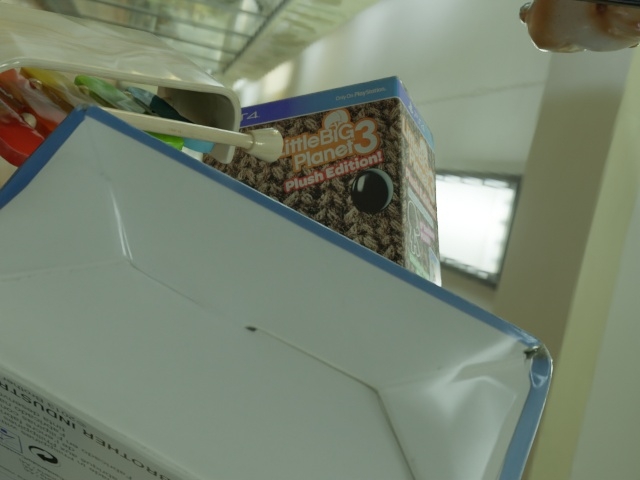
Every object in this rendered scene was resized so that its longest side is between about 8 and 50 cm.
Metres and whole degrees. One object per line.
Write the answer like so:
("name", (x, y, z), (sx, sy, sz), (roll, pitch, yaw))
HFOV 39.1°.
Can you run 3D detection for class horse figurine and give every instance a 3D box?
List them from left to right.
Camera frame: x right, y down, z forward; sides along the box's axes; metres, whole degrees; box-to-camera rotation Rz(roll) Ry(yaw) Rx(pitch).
("horse figurine", (0.243, -0.183, 0.719), (0.263, 0.174, 0.066), (21, -68, 61))

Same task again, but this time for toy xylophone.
("toy xylophone", (-0.180, -0.112, 0.732), (0.236, 0.322, 0.081), (42, -65, 37))

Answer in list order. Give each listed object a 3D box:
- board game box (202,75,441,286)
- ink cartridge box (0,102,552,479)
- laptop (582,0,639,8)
("board game box", (0.000, 0.000, 0.976), (0.141, 0.232, 0.291), (44, 41, -59))
("ink cartridge box", (-0.073, 0.147, 0.547), (0.151, 0.270, 0.395), (-57, 172, -38))
("laptop", (0.236, -0.218, 0.596), (0.236, 0.382, 0.408), (81, 23, -58))
